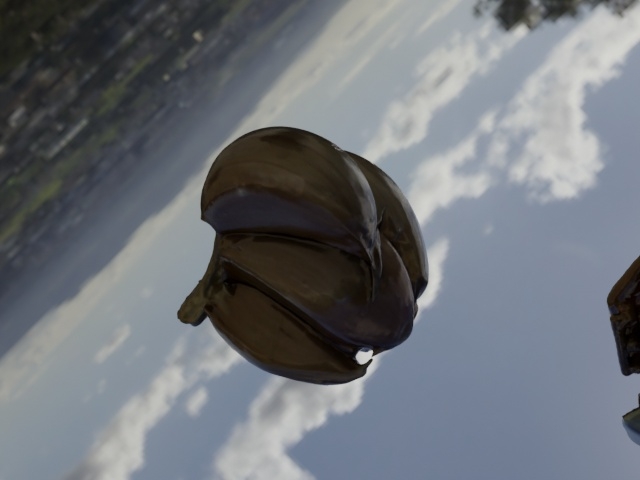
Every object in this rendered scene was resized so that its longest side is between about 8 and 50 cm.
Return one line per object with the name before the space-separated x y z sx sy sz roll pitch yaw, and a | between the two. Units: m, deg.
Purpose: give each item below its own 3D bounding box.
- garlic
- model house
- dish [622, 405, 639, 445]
garlic | 0.000 0.000 1.067 0.160 0.191 0.214 -52 156 -51
model house | 0.464 0.156 1.687 0.199 0.219 0.229 -60 -151 31
dish | 0.440 0.171 1.420 0.243 0.080 0.182 -27 162 7
